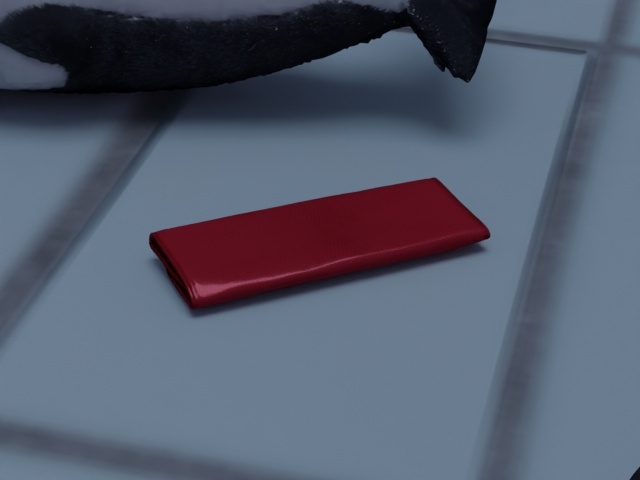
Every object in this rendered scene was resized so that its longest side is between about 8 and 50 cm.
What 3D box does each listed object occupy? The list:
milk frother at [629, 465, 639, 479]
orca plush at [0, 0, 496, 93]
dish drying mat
[{"bbox_3d":[0.117,0.028,0.271,0.143,0.135,0.129,32,17,36],"label":"milk frother"},{"bbox_3d":[-0.090,-0.107,0.525,0.287,0.151,0.102,-4,0,-4],"label":"orca plush"},{"bbox_3d":[0.000,0.000,0.437,0.083,0.008,0.032,-12,34,-23],"label":"dish drying mat"}]
